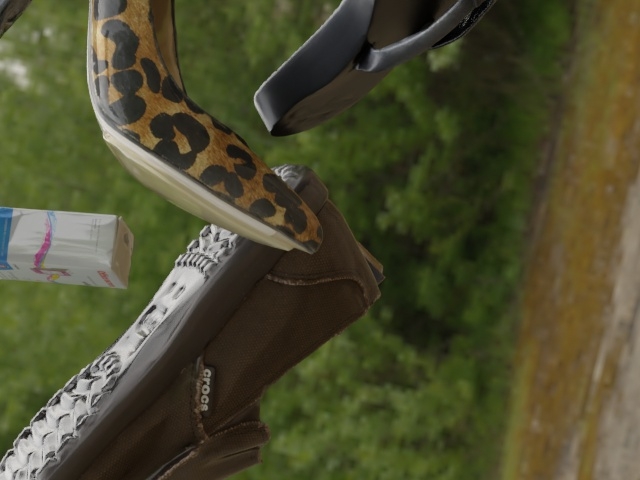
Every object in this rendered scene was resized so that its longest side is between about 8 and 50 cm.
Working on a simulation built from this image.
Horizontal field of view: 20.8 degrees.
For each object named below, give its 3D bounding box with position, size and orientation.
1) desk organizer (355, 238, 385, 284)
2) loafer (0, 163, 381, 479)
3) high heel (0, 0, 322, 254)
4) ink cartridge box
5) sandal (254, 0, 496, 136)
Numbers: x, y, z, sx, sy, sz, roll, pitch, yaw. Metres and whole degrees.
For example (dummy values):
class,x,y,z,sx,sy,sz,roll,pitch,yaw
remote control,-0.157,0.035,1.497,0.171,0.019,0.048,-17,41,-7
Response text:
class,x,y,z,sx,sy,sz,roll,pitch,yaw
desk organizer,0.000,0.000,1.646,0.047,0.130,0.050,-44,6,10
loafer,-0.092,0.121,1.141,0.366,0.130,0.134,-48,15,1
high heel,-0.068,-0.125,1.004,0.186,0.261,0.093,-54,-5,-10
ink cartridge box,-0.232,0.006,1.534,0.088,0.122,0.052,73,-160,-77
sandal,0.052,-0.121,0.975,0.054,0.097,0.254,62,145,12
